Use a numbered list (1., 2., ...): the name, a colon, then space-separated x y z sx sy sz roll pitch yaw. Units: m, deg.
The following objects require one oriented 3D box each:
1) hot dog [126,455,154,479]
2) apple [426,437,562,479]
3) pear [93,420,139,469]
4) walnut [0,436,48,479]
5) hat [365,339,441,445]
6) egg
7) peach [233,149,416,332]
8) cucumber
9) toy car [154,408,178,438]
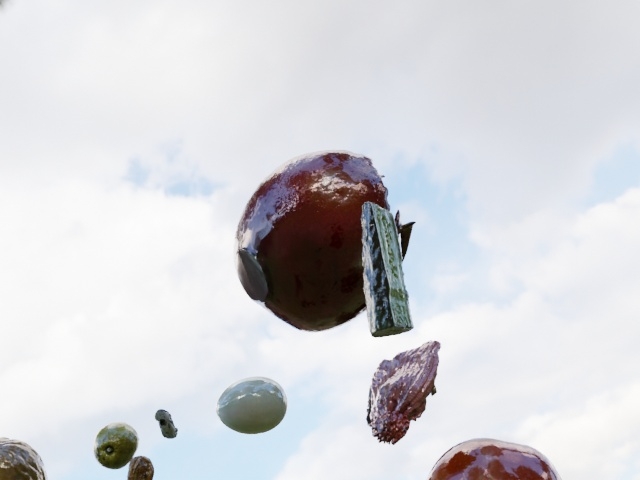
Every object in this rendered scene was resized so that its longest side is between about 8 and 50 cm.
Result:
1. hot dog: -0.387 0.501 1.824 0.058 0.083 0.035 15 -14 -34
2. apple: 0.315 0.478 1.541 0.260 0.217 0.260 6 -43 6
3. pear: -0.474 0.475 1.988 0.107 0.107 0.131 -14 2 -6
4. walnut: -0.728 0.555 1.964 0.213 0.213 0.213 -12 -34 -9
5. hat: 0.187 0.373 2.019 0.107 0.286 0.236 40 -56 -11
6. egg: -0.180 0.432 2.243 0.209 0.151 0.151 2 -38 -40
7. peach: -0.018 0.013 1.787 0.310 0.335 0.406 -18 -29 -31
8. cucumber: 0.094 0.048 1.387 0.062 0.211 0.078 -21 -20 32
9. toy car: -0.393 0.467 2.176 0.041 0.025 0.093 -8 -58 16
